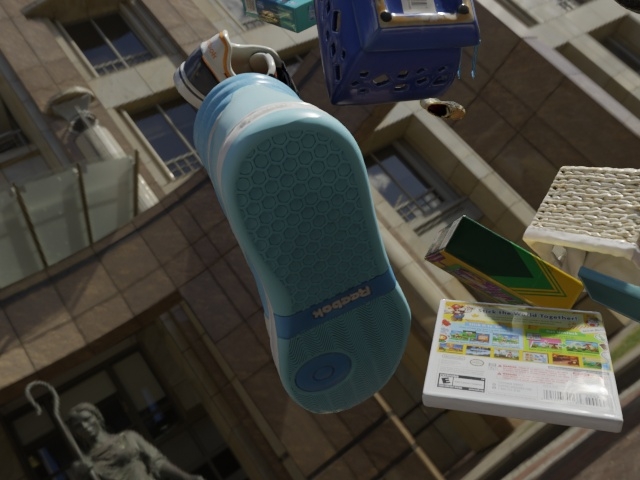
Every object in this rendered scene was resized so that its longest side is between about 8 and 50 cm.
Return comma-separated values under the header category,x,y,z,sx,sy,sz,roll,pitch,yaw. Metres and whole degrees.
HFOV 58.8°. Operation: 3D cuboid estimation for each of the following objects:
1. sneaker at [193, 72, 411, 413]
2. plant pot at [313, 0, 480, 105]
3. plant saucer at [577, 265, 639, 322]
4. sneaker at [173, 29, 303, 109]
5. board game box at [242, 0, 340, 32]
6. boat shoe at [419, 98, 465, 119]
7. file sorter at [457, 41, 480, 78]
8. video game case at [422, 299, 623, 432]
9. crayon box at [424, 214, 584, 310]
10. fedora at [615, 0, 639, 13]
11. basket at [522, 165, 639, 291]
category,x,y,z,sx,sy,sz,roll,pitch,yaw
sneaker,-0.020,-0.005,0.518,0.127,0.208,0.319,-18,-52,-10
plant pot,0.131,-0.388,0.984,0.236,0.236,0.212,-7,-9,-13
plant saucer,0.448,0.087,0.846,0.018,0.067,0.192,-32,11,1
sneaker,-0.085,-0.240,0.989,0.127,0.126,0.321,-38,-39,28
board game box,-0.035,-0.764,1.765,0.336,0.254,0.079,-35,-41,-27
boat shoe,0.322,-0.337,1.480,0.135,0.045,0.050,9,-50,-21
file sorter,0.346,-0.507,1.566,0.118,0.170,0.104,-67,-22,-60
video game case,0.263,0.155,0.759,0.206,0.227,0.026,-60,-32,-55
crayon box,0.445,0.075,1.452,0.106,0.313,0.363,-60,-5,-3
fedora,0.619,-0.589,1.055,0.152,0.334,0.334,-27,-18,11
basket,0.817,-0.015,1.588,0.328,0.331,0.266,36,-103,-33
